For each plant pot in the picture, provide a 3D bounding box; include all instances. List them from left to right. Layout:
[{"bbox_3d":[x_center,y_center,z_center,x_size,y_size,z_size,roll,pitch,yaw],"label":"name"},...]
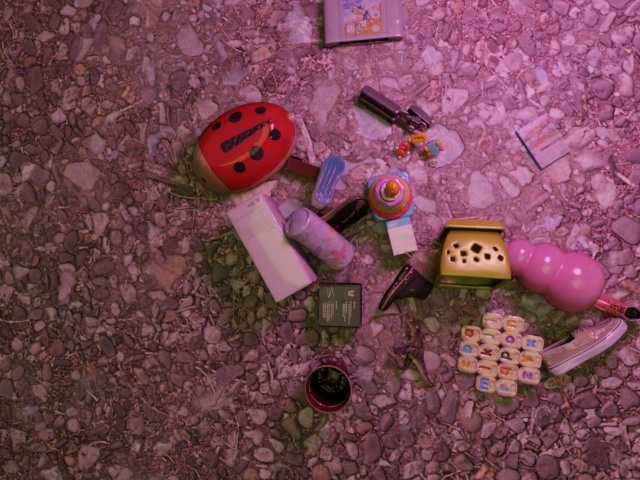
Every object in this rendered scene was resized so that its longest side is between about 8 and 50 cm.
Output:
[{"bbox_3d":[0.037,0.513,1.698,0.166,0.165,0.167,0,89,8],"label":"plant pot"},{"bbox_3d":[0.510,0.047,1.615,0.228,0.227,0.207,2,76,7],"label":"plant pot"}]

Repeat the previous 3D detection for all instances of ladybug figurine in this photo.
[{"bbox_3d":[-0.292,-0.355,1.752,0.449,0.162,0.305,-33,85,5],"label":"ladybug figurine"}]

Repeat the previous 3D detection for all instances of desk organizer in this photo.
[{"bbox_3d":[-0.060,-0.274,1.772,0.130,0.047,0.050,20,111,7],"label":"desk organizer"}]

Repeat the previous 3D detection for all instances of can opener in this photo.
[{"bbox_3d":[0.277,-0.484,1.740,0.283,0.076,0.095,36,61,7],"label":"can opener"}]

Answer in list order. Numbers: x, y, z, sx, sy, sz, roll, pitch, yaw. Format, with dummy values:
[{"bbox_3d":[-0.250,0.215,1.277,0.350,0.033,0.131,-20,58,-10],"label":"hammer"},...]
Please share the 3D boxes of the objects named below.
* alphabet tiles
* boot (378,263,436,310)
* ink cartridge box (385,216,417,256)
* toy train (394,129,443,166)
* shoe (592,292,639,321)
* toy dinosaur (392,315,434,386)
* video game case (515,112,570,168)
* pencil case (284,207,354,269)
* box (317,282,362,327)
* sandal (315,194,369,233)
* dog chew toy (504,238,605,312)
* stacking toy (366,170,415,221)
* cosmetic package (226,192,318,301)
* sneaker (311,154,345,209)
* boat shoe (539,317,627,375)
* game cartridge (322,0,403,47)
[{"bbox_3d":[0.640,0.406,1.683,0.277,0.021,0.284,6,90,16],"label":"alphabet tiles"},{"bbox_3d":[0.315,0.203,1.716,0.137,0.077,0.198,36,95,1],"label":"boot"},{"bbox_3d":[0.295,-0.006,1.708,0.089,0.092,0.143,-13,87,7],"label":"ink cartridge box"},{"bbox_3d":[0.363,-0.341,1.727,0.166,0.046,0.125,20,128,-1],"label":"toy train"},{"bbox_3d":[1.014,0.228,1.620,0.177,0.081,0.064,20,92,7],"label":"shoe"},{"bbox_3d":[0.330,0.419,1.717,0.118,0.064,0.268,-14,91,0],"label":"toy dinosaur"},{"bbox_3d":[0.797,-0.356,1.688,0.119,0.015,0.166,-32,86,6],"label":"video game case"},{"bbox_3d":[0.000,0.000,1.668,0.273,0.113,0.124,36,101,-34],"label":"pencil case"},{"bbox_3d":[0.073,0.235,1.733,0.158,0.093,0.156,0,89,8],"label":"box"},{"bbox_3d":[0.043,-0.080,1.743,0.302,0.086,0.120,-29,131,15],"label":"sandal"},{"bbox_3d":[0.771,0.105,1.601,0.331,0.206,0.207,26,93,15],"label":"dog chew toy"},{"bbox_3d":[0.240,-0.161,1.612,0.165,0.302,0.175,-10,89,7],"label":"stacking toy"},{"bbox_3d":[-0.167,0.024,1.716,0.155,0.197,0.366,-29,85,6],"label":"cosmetic package"},{"bbox_3d":[0.020,-0.217,1.735,0.087,0.092,0.229,28,63,-9],"label":"sneaker"},{"bbox_3d":[0.901,0.350,1.622,0.302,0.109,0.094,-38,83,8],"label":"boat shoe"},{"bbox_3d":[0.156,-0.836,1.758,0.297,0.062,0.198,-3,93,7],"label":"game cartridge"}]
